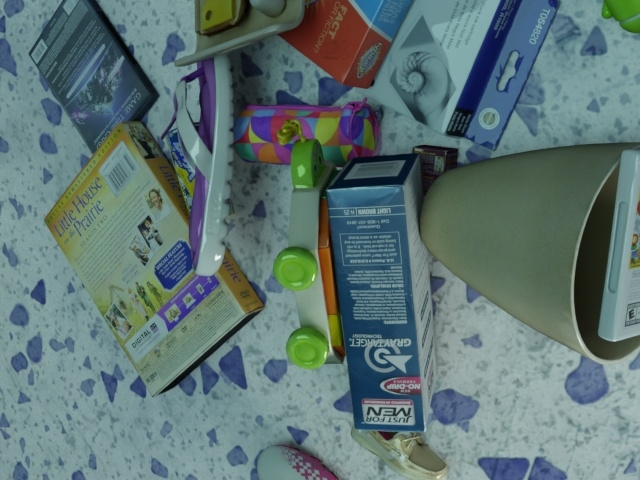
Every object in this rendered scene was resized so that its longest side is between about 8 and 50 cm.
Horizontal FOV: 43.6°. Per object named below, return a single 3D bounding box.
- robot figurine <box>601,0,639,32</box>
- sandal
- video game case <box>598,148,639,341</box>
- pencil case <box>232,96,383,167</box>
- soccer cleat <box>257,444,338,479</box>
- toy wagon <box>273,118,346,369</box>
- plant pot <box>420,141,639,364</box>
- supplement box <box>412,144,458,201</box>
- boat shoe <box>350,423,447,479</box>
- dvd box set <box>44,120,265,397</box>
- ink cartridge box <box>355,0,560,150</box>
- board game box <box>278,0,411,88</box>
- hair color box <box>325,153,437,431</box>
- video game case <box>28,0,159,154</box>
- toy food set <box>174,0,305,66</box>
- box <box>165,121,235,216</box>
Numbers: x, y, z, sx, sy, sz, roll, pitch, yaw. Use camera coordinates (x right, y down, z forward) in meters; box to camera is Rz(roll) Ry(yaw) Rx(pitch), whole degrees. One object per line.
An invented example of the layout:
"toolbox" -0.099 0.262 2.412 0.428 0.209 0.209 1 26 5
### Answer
"robot figurine" 0.371 -0.297 0.949 0.115 0.067 0.101 53 153 -13
"sandal" -0.197 -0.154 1.252 0.169 0.102 0.416 158 113 -70
"video game case" 0.403 -0.003 0.907 0.026 0.227 0.206 20 111 52
"pencil case" -0.022 -0.166 1.218 0.236 0.104 0.104 3 101 33
"soccer cleat" -0.002 0.473 1.303 0.331 0.143 0.116 42 119 19
"toy wagon" 0.000 0.000 1.110 0.068 0.267 0.344 -2 115 13
"plant pot" 0.267 -0.011 0.998 0.274 0.256 0.256 18 110 47
"supplement box" 0.162 -0.093 1.148 0.055 0.043 0.083 12 106 31
"boat shoe" 0.123 0.315 1.241 0.170 0.063 0.059 24 117 27
"dvd box set" -0.320 0.038 1.471 0.307 0.062 0.420 -43 76 31
"ink cartridge box" 0.179 -0.264 1.101 0.224 0.045 0.223 30 114 24
"board game box" 0.000 -0.403 1.148 0.316 0.064 0.242 43 119 30
"hair color box" 0.092 0.070 1.104 0.105 0.174 0.347 -3 108 15
"video game case" -0.429 -0.312 1.495 0.196 0.026 0.274 -42 77 31
"toy food set" -0.136 -0.416 1.140 0.220 0.092 0.306 -8 80 40
"box" -0.207 -0.115 1.373 0.059 0.054 0.169 -18 90 34
